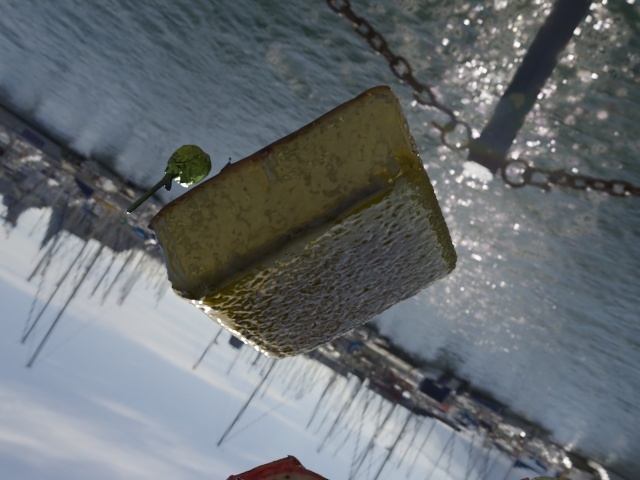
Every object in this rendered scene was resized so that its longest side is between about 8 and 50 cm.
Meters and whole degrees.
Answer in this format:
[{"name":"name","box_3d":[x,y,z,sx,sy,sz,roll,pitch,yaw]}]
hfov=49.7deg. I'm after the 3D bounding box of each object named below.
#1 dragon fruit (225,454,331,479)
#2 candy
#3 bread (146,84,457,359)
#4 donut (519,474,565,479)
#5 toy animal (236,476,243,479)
[{"name":"dragon fruit","box_3d":[-0.071,0.458,0.951,0.290,0.291,0.189,31,135,-2]},{"name":"candy","box_3d":[-0.126,-0.048,0.568,0.035,0.035,0.123,44,-151,-7]},{"name":"bread","box_3d":[0.000,0.000,0.878,0.143,0.323,0.333,65,-174,30]},{"name":"donut","box_3d":[0.354,0.411,0.793,0.371,0.150,0.307,23,178,44]},{"name":"toy animal","box_3d":[0.009,0.221,0.419,0.202,0.070,0.105,55,140,-4]}]
